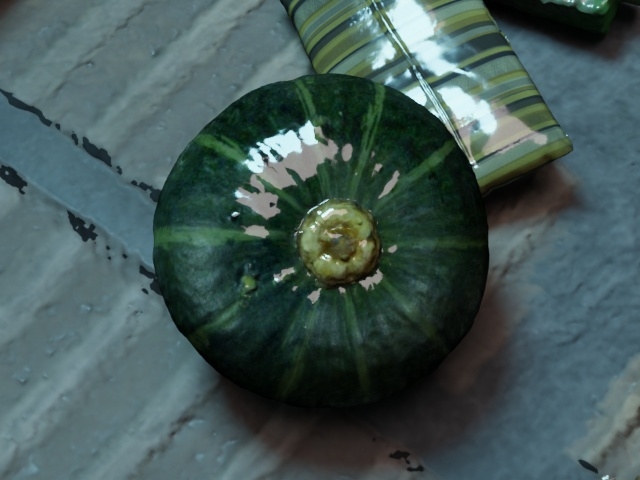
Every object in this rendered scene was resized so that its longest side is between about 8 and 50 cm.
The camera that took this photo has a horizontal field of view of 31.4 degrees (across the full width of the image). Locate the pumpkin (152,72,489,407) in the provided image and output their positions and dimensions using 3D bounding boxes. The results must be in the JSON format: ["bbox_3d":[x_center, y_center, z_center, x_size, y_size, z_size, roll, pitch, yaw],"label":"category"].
[{"bbox_3d":[0.001,-0.001,0.566,0.167,0.167,0.125,-12,14,-4],"label":"pumpkin"}]

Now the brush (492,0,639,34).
[{"bbox_3d":[0.069,-0.195,0.731,0.282,0.054,0.048,24,82,18],"label":"brush"}]

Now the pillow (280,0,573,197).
[{"bbox_3d":[0.052,-0.107,0.664,0.113,0.038,0.203,-29,65,8],"label":"pillow"}]

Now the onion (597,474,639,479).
[{"bbox_3d":[0.192,0.151,0.454,0.159,0.159,0.195,-40,44,-19],"label":"onion"}]
